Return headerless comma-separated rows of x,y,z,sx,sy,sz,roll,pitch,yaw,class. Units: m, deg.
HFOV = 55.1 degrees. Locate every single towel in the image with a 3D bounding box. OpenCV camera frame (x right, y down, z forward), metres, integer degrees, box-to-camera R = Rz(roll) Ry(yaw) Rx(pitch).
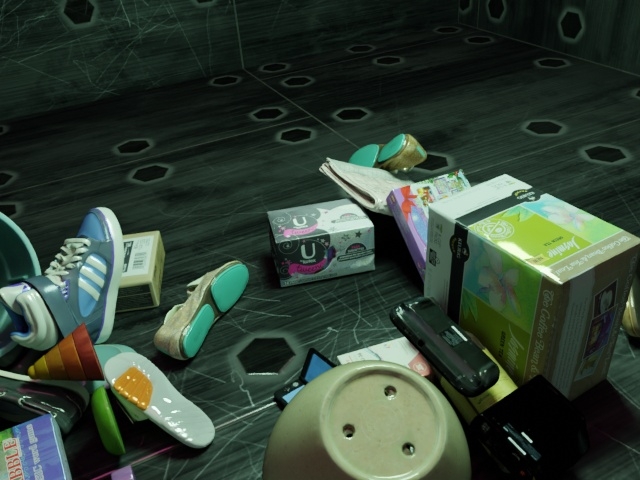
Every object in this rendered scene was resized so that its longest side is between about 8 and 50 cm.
0.203,-0.131,1.695,0.332,0.053,0.317,8,23,-33,towel

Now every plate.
-0.481,0.263,1.297,0.188,0.024,0.188,-3,23,1,plate

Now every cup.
0.078,0.306,0.894,0.331,0.237,0.331,2,53,-3,cup

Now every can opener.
-0.643,0.203,1.415,0.093,0.074,0.280,-32,23,23,can opener

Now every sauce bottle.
0.272,0.243,1.114,0.111,0.111,0.344,-17,49,-18,sauce bottle

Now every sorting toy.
-0.432,0.320,1.094,0.126,0.127,0.365,-18,55,-20,sorting toy

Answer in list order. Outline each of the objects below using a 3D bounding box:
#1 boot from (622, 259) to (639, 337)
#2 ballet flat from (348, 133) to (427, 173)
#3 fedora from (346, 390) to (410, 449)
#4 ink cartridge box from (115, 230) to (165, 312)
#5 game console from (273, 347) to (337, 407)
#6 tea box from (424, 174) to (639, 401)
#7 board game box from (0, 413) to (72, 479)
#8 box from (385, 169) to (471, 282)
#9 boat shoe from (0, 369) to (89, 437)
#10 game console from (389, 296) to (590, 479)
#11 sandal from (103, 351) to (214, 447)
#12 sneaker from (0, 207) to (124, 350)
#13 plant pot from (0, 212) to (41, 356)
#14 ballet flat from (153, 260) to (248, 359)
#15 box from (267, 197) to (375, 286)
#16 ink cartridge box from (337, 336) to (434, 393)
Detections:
0.664,0.111,1.376,0.115,0.112,0.305,-23,27,30,boot
0.213,-0.246,1.909,0.342,0.124,0.116,-13,52,62,ballet flat
0.057,0.338,1.065,0.194,0.079,0.194,2,53,-3,fedora
-0.504,0.079,1.557,0.193,0.088,0.234,-7,34,-6,ink cartridge box
-0.023,0.279,1.183,0.107,0.071,0.122,-23,29,-27,game console
0.382,0.101,1.182,0.220,0.329,0.323,-22,36,-26,tea box
-0.518,0.459,0.898,0.318,0.066,0.318,-19,54,-21,board game box
0.306,-0.011,1.466,0.201,0.057,0.293,-16,73,-18,box
-0.623,0.321,1.153,0.340,0.127,0.113,10,35,-8,boat shoe
0.267,0.222,1.000,0.213,0.044,0.361,-9,47,-47,game console
-0.319,0.321,1.172,0.265,0.076,0.102,36,31,19,sandal
-0.562,0.075,1.316,0.130,0.322,0.236,-1,-7,37,sneaker
-0.849,0.109,1.310,0.334,0.341,0.341,-11,26,31,plant pot
-0.279,0.145,1.415,0.106,0.107,0.316,2,31,24,ballet flat
0.000,0.000,1.563,0.247,0.142,0.163,-11,33,-8,box
0.107,0.269,1.197,0.198,0.067,0.115,-14,35,-14,ink cartridge box
